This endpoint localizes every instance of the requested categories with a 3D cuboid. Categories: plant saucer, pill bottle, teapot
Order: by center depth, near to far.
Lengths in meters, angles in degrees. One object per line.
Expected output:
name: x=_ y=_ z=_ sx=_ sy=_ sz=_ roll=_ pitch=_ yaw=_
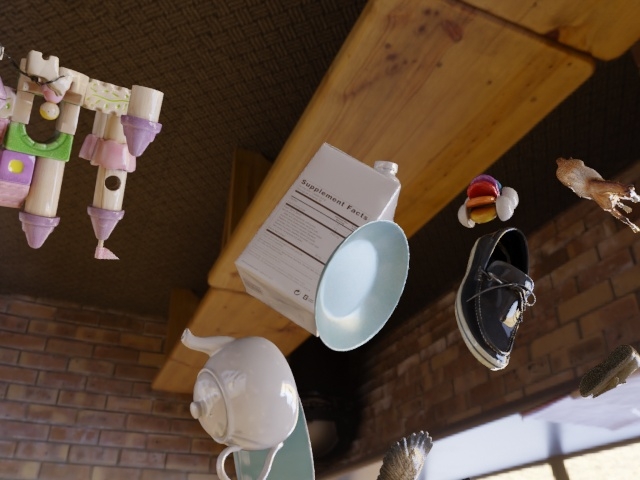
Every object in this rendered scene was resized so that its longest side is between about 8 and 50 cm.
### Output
plant saucer: x=0.050 y=0.059 z=0.799 sx=0.037 sy=0.195 sz=0.195 roll=23 pitch=167 yaw=40
teapot: x=-0.177 y=0.333 z=1.185 sx=0.187 sy=0.256 sz=0.253 roll=-11 pitch=118 yaw=-36
pill bottle: x=0.189 y=-0.149 z=1.779 sx=0.103 sy=0.184 sz=0.103 roll=10 pitch=175 yaw=1

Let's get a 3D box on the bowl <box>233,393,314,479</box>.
bowl: x=-0.131 y=0.515 z=1.420 sx=0.163 sy=0.312 sz=0.312 roll=-8 pitch=151 yaw=-15

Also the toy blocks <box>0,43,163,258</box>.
toy blocks: x=-0.393 y=-0.110 z=0.792 sx=0.288 sy=0.260 sz=0.309 roll=10 pitch=-174 yaw=-36

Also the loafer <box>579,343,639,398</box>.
loafer: x=0.565 y=0.264 z=1.111 sx=0.050 sy=0.056 sz=0.148 roll=27 pitch=126 yaw=-6

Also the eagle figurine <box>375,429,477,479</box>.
eagle figurine: x=0.229 y=0.659 z=1.447 sx=0.226 sy=0.225 sz=0.298 roll=18 pitch=125 yaw=-19

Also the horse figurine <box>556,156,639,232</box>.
horse figurine: x=0.584 y=-0.116 z=1.225 sx=0.174 sy=0.263 sz=0.066 roll=29 pitch=108 yaw=-36

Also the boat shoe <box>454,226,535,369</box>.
boat shoe: x=0.503 y=0.139 z=1.618 sx=0.186 sy=0.500 sz=0.156 roll=36 pitch=134 yaw=-10

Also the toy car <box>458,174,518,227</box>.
toy car: x=0.494 y=-0.128 z=1.716 sx=0.159 sy=0.182 sz=0.136 roll=-13 pitch=106 yaw=34

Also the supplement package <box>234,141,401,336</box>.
supplement package: x=0.000 y=0.000 z=1.090 sx=0.175 sy=0.293 sz=0.177 roll=31 pitch=161 yaw=13
